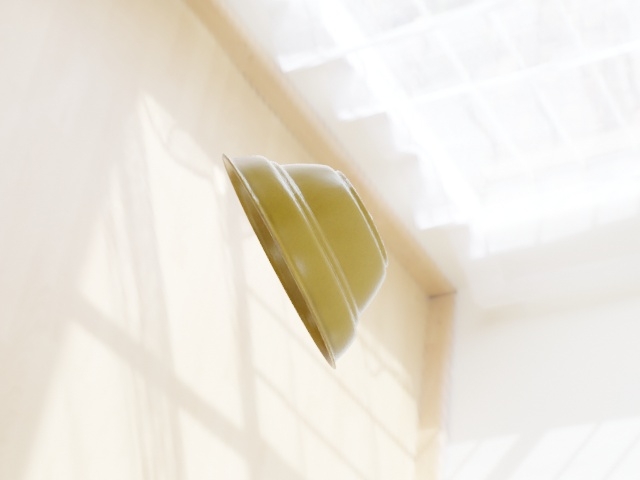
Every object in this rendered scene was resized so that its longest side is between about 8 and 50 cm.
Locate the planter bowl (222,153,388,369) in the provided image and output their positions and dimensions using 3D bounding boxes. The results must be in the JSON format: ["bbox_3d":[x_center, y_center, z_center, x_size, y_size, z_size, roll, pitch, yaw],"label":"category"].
[{"bbox_3d":[0.000,0.000,1.059,0.217,0.090,0.217,62,-5,10],"label":"planter bowl"}]
